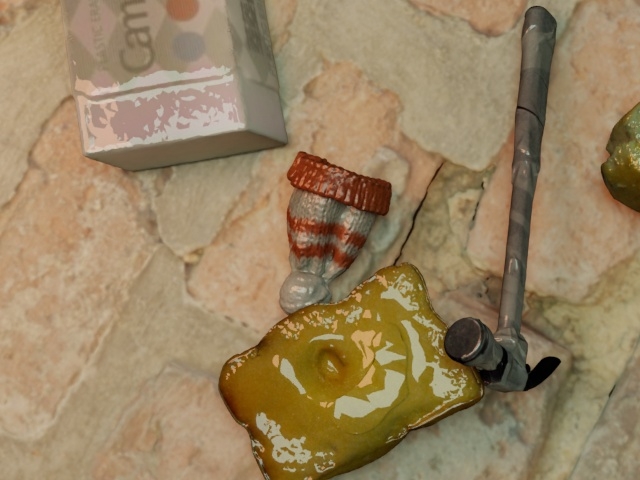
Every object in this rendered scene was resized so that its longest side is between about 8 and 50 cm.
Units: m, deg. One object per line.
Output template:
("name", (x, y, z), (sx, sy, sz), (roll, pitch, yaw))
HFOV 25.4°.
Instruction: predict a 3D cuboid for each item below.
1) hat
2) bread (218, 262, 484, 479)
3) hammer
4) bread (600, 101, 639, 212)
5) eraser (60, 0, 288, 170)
("hat", (0.000, 0.000, 1.432), (0.112, 0.093, 0.162), (18, 93, 15))
("bread", (0.026, 0.139, 1.384), (0.233, 0.088, 0.160), (-26, 71, -4))
("hammer", (0.200, -0.054, 1.421), (0.044, 0.152, 0.426), (-8, 64, 37))
("bread", (0.344, -0.070, 1.428), (0.110, 0.103, 0.156), (-17, 69, -10))
("eraser", (-0.168, -0.278, 1.499), (0.213, 0.082, 0.396), (-10, 75, -2))
